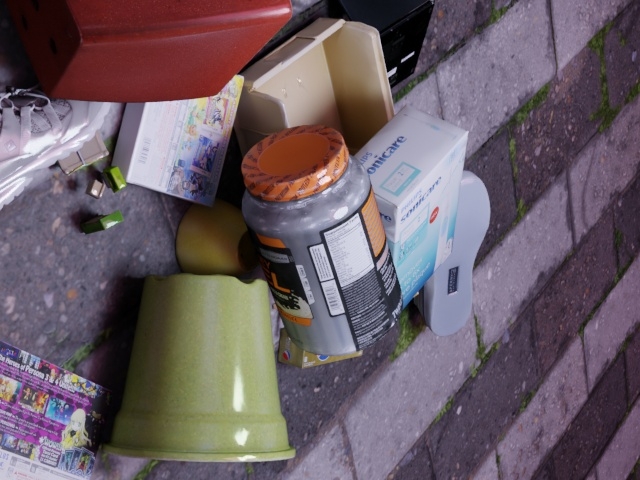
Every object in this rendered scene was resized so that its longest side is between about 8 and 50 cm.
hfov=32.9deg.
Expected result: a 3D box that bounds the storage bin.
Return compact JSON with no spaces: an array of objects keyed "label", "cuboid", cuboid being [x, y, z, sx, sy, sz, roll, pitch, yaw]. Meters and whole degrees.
[{"label":"storage bin","cuboid":[-0.004,-0.192,1.767,0.262,0.123,0.260,-43,132,-38]}]

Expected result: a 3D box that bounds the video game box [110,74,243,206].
[{"label":"video game box","cuboid":[-0.205,-0.167,1.569,0.187,0.048,0.205,17,86,-52]}]

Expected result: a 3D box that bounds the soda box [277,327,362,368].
[{"label":"soda box","cuboid":[0.004,0.181,1.937,0.181,0.058,0.061,-5,103,-53]}]

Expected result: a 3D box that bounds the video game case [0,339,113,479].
[{"label":"video game case","cuboid":[-0.385,0.264,1.425,0.232,0.042,0.210,38,59,-51]}]

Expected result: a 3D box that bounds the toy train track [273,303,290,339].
[{"label":"toy train track","cuboid":[-0.057,0.129,1.861,0.048,0.014,0.083,-6,81,-20]}]

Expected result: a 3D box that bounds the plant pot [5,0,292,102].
[{"label":"plant pot","cuboid":[-0.231,-0.306,1.278,0.236,0.267,0.267,-22,86,-30]}]

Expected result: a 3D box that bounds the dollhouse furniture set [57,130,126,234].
[{"label":"dollhouse furniture set","cuboid":[-0.318,-0.087,1.460,0.076,0.058,0.152,-33,105,-36]}]

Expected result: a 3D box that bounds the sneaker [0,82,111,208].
[{"label":"sneaker","cuboid":[-0.361,-0.145,1.315,0.281,0.105,0.115,-52,134,-32]}]

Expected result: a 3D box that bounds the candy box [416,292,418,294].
[{"label":"candy box","cuboid":[0.111,0.016,2.024,0.159,0.071,0.233,-28,122,-47]}]

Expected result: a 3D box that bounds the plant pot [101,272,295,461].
[{"label":"plant pot","cuboid":[-0.169,0.179,1.564,0.276,0.276,0.254,11,78,-54]}]

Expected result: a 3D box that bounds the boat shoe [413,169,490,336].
[{"label":"boat shoe","cuboid":[0.235,0.003,2.134,0.136,0.156,0.367,-16,128,-20]}]

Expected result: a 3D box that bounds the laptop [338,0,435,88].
[{"label":"laptop","cuboid":[0.086,-0.389,1.926,0.234,0.136,0.264,-39,154,-40]}]

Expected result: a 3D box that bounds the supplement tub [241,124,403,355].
[{"label":"supplement tub","cuboid":[0.000,0.000,1.606,0.193,0.193,0.316,-47,133,-36]}]

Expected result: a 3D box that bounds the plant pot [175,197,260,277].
[{"label":"plant pot","cuboid":[-0.141,0.006,1.660,0.134,0.095,0.134,-19,115,-49]}]

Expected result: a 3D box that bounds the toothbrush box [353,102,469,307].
[{"label":"toothbrush box","cuboid":[0.128,-0.041,1.797,0.216,0.126,0.295,-45,151,-34]}]
